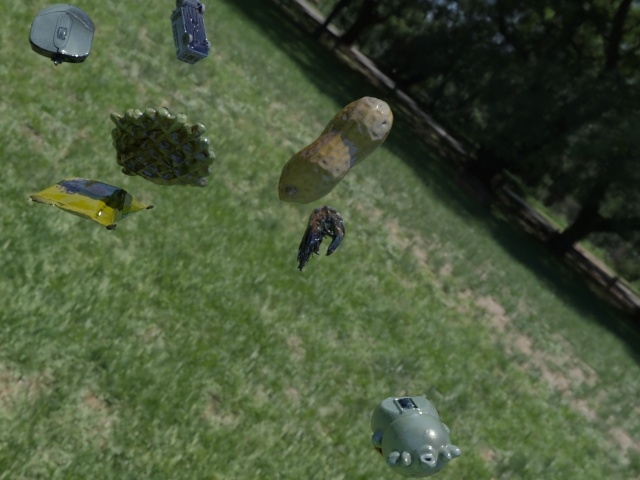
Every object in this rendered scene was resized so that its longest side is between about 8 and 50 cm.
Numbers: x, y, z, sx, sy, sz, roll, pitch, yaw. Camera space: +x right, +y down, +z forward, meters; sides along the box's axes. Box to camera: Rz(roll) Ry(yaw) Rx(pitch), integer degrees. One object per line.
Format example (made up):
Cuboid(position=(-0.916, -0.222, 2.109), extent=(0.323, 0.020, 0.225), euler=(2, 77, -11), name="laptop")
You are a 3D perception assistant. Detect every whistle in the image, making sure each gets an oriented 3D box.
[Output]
Cuboid(position=(0.126, 0.278, 1.237), extent=(0.102, 0.105, 0.253), euler=(24, 5, -11), name="whistle")

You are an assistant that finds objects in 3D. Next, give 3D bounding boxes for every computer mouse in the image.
Cuboid(position=(-0.488, -0.402, 1.627), extent=(0.113, 0.068, 0.229), euler=(10, 31, -17), name="computer mouse")

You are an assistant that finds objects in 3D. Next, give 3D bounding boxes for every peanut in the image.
Cuboid(position=(0.025, -0.159, 1.567), extent=(0.101, 0.263, 0.117), euler=(45, -6, 5), name="peanut")

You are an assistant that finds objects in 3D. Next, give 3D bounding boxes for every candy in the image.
Cuboid(position=(-0.477, -0.081, 1.816), extent=(0.187, 0.081, 0.297), euler=(19, 9, 0), name="candy")

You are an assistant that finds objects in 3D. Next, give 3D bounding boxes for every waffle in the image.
Cuboid(position=(-0.329, -0.190, 1.785), extent=(0.224, 0.204, 0.054), euler=(9, 46, 2), name="waffle")

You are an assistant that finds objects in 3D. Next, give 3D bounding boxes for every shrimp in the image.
Cuboid(position=(0.000, 0.000, 1.922), extent=(0.091, 0.161, 0.034), euler=(24, -11, 6), name="shrimp")

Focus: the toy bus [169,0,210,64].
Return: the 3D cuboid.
Cuboid(position=(-0.331, -0.528, 2.137), extent=(0.073, 0.076, 0.167), euler=(11, 61, -46), name="toy bus")
